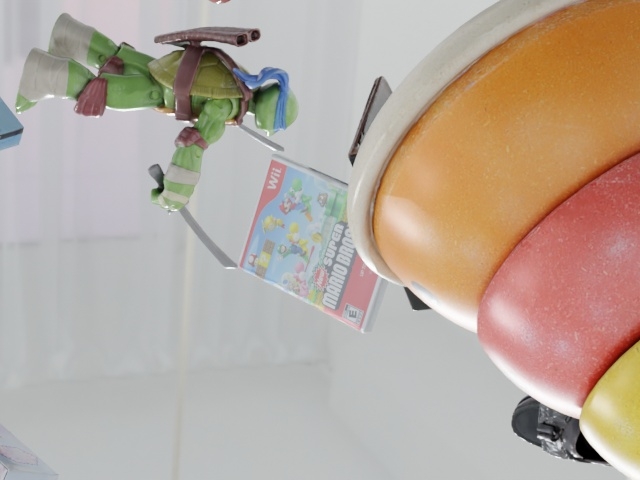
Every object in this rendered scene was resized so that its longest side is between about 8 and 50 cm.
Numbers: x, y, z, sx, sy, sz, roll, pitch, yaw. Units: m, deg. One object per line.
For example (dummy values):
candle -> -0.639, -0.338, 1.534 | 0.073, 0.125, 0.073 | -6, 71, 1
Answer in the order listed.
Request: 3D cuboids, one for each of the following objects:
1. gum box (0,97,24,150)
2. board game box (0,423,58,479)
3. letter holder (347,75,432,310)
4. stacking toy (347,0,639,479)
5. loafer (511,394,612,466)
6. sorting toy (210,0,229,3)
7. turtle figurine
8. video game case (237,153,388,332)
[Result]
gum box -> -0.518, -0.184, 1.732 | 0.157, 0.041, 0.184 | -25, -113, -39
board game box -> -0.435, 0.325, 1.376 | 0.066, 0.318, 0.318 | 18, -174, -44
letter holder -> 0.177, -0.082, 1.868 | 0.152, 0.301, 0.214 | -7, -141, 23
stacking toy -> 0.262, 0.064, 0.922 | 0.351, 0.350, 0.480 | -7, -129, -31
loafer -> 0.413, 0.284, 1.908 | 0.303, 0.109, 0.095 | 2, -162, 34
sorting toy -> -0.140, -0.312, 1.498 | 0.102, 0.061, 0.042 | 37, -166, 2
turtle figurine -> -0.168, -0.113, 1.326 | 0.266, 0.197, 0.274 | 19, 157, -1
video game case -> 0.000, 0.000, 2.054 | 0.285, 0.204, 0.025 | 25, -167, 36
